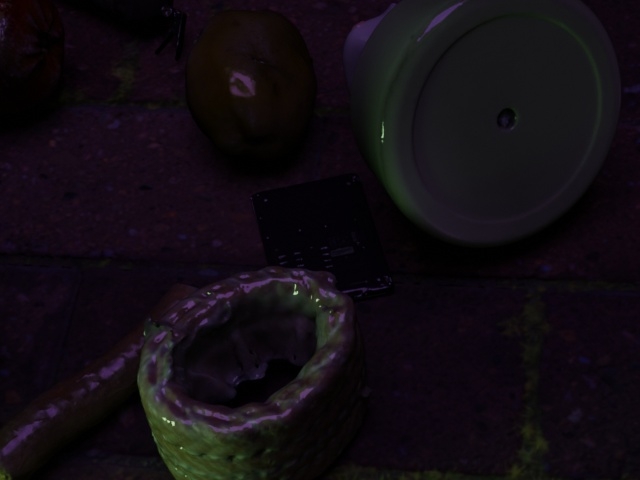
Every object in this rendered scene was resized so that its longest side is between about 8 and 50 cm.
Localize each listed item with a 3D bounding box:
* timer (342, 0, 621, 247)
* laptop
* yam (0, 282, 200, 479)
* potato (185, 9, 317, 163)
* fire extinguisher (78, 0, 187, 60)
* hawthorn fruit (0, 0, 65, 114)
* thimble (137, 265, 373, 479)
[{"bbox_3d":[0.134,-0.179,1.648,0.290,0.291,0.315,-24,29,-14],"label":"timer"},{"bbox_3d":[0.000,0.000,1.637,0.129,0.016,0.180,-12,49,-6],"label":"laptop"},{"bbox_3d":[-0.225,0.146,1.504,0.066,0.066,0.299,34,59,28],"label":"yam"},{"bbox_3d":[-0.082,-0.183,1.716,0.154,0.137,0.200,0,49,4],"label":"potato"},{"bbox_3d":[-0.272,-0.318,1.893,0.267,0.072,0.089,27,92,24],"label":"fire extinguisher"},{"bbox_3d":[-0.396,-0.231,1.769,0.172,0.173,0.173,-2,50,3],"label":"hawthorn fruit"},{"bbox_3d":[-0.062,0.140,1.441,0.229,0.148,0.196,-22,52,-11],"label":"thimble"}]
